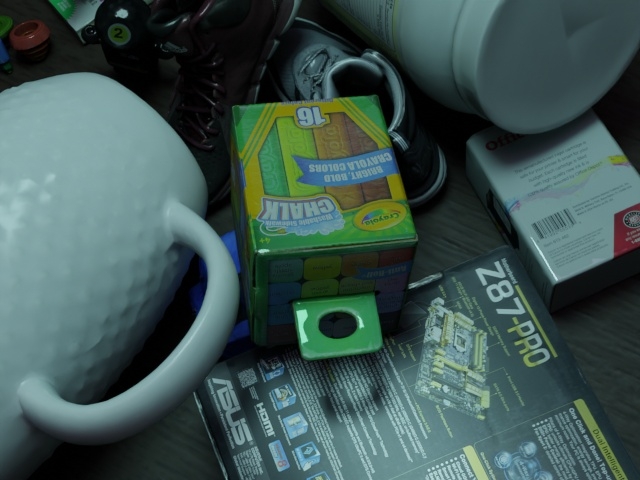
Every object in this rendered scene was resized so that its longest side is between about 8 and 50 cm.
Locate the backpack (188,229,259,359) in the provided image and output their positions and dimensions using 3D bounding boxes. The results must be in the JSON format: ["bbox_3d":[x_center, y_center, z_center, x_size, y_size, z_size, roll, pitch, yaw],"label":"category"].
[{"bbox_3d":[-0.072,0.050,0.968,0.101,0.098,0.120,-21,63,15],"label":"backpack"}]

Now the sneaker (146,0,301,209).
[{"bbox_3d":[-0.126,-0.159,0.986,0.106,0.162,0.281,25,104,23],"label":"sneaker"}]

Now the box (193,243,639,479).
[{"bbox_3d":[0.103,0.232,0.854,0.318,0.097,0.395,-24,62,-3],"label":"box"}]

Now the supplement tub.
[{"bbox_3d":[0.135,-0.268,0.988,0.235,0.235,0.325,-33,48,-9],"label":"supplement tub"}]

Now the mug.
[{"bbox_3d":[-0.232,0.035,0.885,0.374,0.276,0.328,25,63,35],"label":"mug"}]

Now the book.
[{"bbox_3d":[-0.246,-0.303,1.210,0.144,0.035,0.096,-37,61,-10],"label":"book"}]

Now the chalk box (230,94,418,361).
[{"bbox_3d":[0.000,0.000,0.859,0.132,0.132,0.213,-6,51,-10],"label":"chalk box"}]

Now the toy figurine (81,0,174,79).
[{"bbox_3d":[-0.181,-0.302,1.104,0.213,0.148,0.209,-29,84,-8],"label":"toy figurine"}]

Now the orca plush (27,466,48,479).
[{"bbox_3d":[-0.217,0.321,0.845,0.151,0.102,0.287,-17,62,-1],"label":"orca plush"}]

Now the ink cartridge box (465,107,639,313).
[{"bbox_3d":[0.234,-0.039,0.987,0.127,0.072,0.175,-24,62,-5],"label":"ink cartridge box"}]

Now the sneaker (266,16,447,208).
[{"bbox_3d":[0.020,-0.157,1.023,0.101,0.153,0.268,-40,66,-1],"label":"sneaker"}]

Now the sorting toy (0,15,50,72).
[{"bbox_3d":[-0.354,-0.224,1.182,0.102,0.042,0.061,9,49,25],"label":"sorting toy"}]
